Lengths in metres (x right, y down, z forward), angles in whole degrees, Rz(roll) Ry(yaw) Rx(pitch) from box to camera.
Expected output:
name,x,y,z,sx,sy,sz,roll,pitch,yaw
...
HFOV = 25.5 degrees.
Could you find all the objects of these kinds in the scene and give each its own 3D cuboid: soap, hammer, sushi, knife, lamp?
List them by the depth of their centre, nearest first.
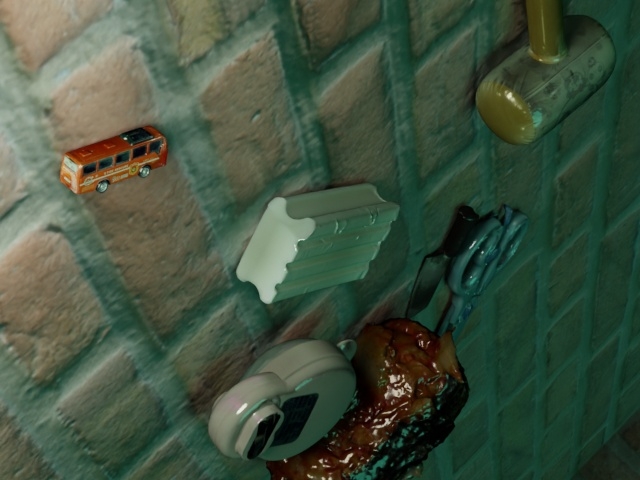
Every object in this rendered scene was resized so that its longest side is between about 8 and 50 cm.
name,x,y,z,sx,sy,sz,roll,pitch,yaw
soap,0.000,0.000,1.696,0.198,0.066,0.119,-13,135,-53
hammer,0.281,-0.271,1.757,0.202,0.113,0.305,-42,146,-23
lamp,-0.057,0.206,1.847,0.246,0.108,0.179,-13,133,-50
sushi,0.082,0.255,2.049,0.343,0.196,0.182,-49,163,-1
knife,0.169,0.040,2.096,0.060,0.028,0.230,-12,141,-35

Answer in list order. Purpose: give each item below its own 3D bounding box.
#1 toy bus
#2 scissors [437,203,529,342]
name,x,y,z,sx,sy,sz,roll,pitch,yaw
toy bus,-0.191,-0.076,1.314,0.110,0.031,0.043,-25,139,-41
scissors,0.229,0.101,2.263,0.180,0.032,0.393,-21,144,-45
